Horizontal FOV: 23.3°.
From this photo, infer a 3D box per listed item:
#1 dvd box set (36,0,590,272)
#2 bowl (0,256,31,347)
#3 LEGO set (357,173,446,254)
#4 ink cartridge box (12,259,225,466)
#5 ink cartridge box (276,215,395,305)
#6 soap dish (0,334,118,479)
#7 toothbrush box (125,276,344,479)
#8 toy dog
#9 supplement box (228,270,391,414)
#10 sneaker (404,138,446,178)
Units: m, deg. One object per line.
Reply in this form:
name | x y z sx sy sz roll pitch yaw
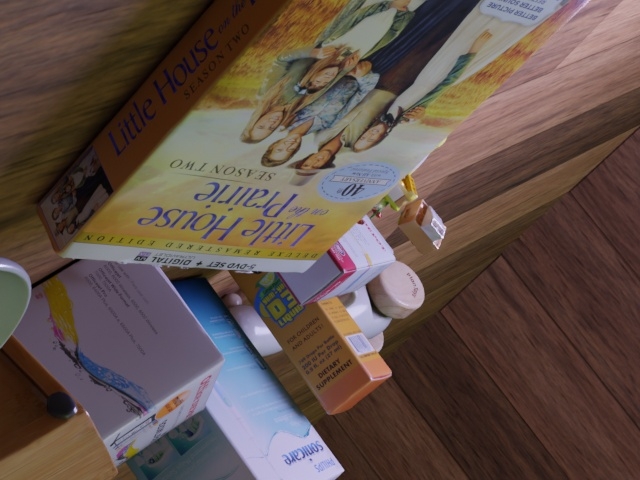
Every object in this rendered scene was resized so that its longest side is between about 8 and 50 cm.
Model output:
dvd box set | 0.002 -0.122 1.281 0.308 0.062 0.420 6 139 -48
bowl | -0.339 0.056 0.969 0.298 0.134 0.298 -35 169 -8
LEGO set | 0.016 -0.062 1.601 0.107 0.132 0.287 -35 148 13
ink cartridge box | -0.241 0.139 1.525 0.233 0.168 0.171 -33 168 -24
ink cartridge box | 0.000 0.000 1.814 0.072 0.127 0.175 -40 169 20
soap dish | -0.338 0.161 1.211 0.291 0.229 0.118 -29 150 -37
toothbrush box | -0.135 0.197 1.768 0.126 0.295 0.216 -41 169 17
toy dog | -0.011 0.072 2.144 0.220 0.161 0.334 -38 155 18
supplement box | -0.018 0.092 1.858 0.078 0.233 0.080 -41 165 18
sneaker | 0.123 -0.143 1.713 0.240 0.091 0.126 -43 168 25
